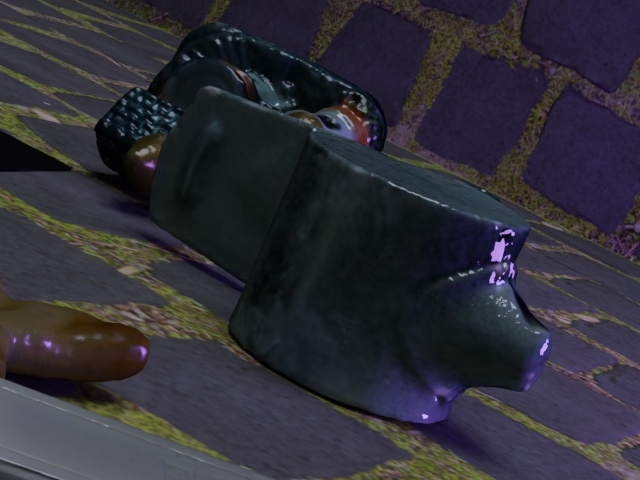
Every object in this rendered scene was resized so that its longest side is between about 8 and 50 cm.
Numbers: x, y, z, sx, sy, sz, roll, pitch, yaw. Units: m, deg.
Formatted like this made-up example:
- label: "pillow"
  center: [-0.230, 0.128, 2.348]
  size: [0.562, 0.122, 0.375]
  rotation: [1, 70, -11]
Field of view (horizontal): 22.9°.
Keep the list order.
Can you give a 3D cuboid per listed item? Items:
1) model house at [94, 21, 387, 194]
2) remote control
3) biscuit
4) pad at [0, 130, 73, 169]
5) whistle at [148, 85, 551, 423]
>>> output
- label: "model house"
  center: [-0.101, -0.100, 1.563]
  size: [0.253, 0.184, 0.291]
  rotation: [31, 16, 16]
- label: "remote control"
  center: [-0.039, 0.145, 0.720]
  size: [0.277, 0.055, 0.103]
  rotation: [23, 10, -13]
- label: "biscuit"
  center: [-0.204, 0.048, 0.875]
  size: [0.164, 0.047, 0.208]
  rotation: [27, 10, 14]
- label: "pad"
  center: [-0.350, -0.100, 1.448]
  size: [0.170, 0.006, 0.245]
  rotation: [27, 11, 14]
- label: "whistle"
  center: [0.016, 0.001, 1.276]
  size: [0.188, 0.168, 0.405]
  rotation: [17, 12, -31]
